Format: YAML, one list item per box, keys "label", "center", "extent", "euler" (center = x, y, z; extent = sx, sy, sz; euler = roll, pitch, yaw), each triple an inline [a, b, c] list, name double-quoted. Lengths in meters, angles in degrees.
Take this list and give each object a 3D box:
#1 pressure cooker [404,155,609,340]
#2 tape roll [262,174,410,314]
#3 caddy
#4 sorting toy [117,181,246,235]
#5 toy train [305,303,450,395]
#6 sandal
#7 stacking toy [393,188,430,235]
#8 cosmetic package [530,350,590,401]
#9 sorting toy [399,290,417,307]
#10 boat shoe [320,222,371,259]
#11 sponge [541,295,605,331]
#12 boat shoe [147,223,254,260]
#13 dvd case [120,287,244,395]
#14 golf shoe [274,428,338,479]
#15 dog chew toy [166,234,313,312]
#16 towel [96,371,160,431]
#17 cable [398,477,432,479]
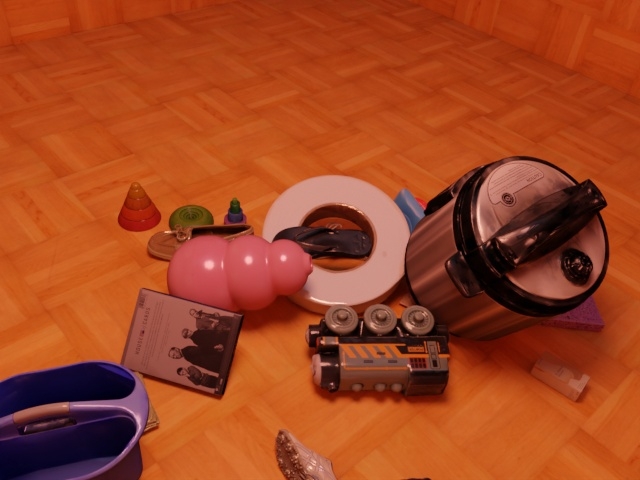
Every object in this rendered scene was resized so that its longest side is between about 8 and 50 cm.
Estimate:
- label: "pressure cooker"
  center: [0.430, 0.015, 1.373]
  extent: [0.375, 0.420, 0.370]
  euler: [20, 65, -10]
- label: "tape roll"
  center: [0.042, 0.006, 1.576]
  extent: [0.391, 0.072, 0.392]
  euler: [2, 61, -4]
- label: "caddy"
  center: [-0.476, 0.348, 1.090]
  extent: [0.341, 0.179, 0.241]
  euler: [-10, 46, -10]
- label: "sorting toy"
  center: [-0.389, -0.098, 1.696]
  extent: [0.365, 0.126, 0.127]
  euler: [5, 40, -1]
- label: "toy train"
  center: [0.134, 0.250, 1.357]
  extent: [0.333, 0.142, 0.190]
  euler: [1, 50, -6]
- label: "sandal"
  center: [0.000, -0.001, 1.505]
  extent: [0.254, 0.054, 0.097]
  euler: [-4, 61, -6]
- label: "stacking toy"
  center: [0.342, -0.051, 1.741]
  extent: [0.301, 0.166, 0.175]
  euler: [-8, 51, -34]
- label: "cosmetic package"
  center: [0.555, 0.313, 1.404]
  extent: [0.115, 0.041, 0.060]
  euler: [31, 46, 26]
- label: "sorting toy"
  center: [0.251, 0.164, 1.561]
  extent: [0.083, 0.012, 0.062]
  euler: [23, 38, 24]
- label: "boat shoe"
  center: [0.042, 0.003, 1.670]
  extent: [0.254, 0.079, 0.095]
  euler: [7, 48, 3]
- label: "sponge"
  center: [0.621, 0.176, 1.584]
  extent: [0.210, 0.031, 0.117]
  euler: [6, 40, 0]
- label: "boat shoe"
  center: [-0.319, -0.008, 1.625]
  extent: [0.285, 0.089, 0.105]
  euler: [-2, 41, -10]
- label: "dvd case"
  center: [-0.302, 0.218, 1.317]
  extent: [0.238, 0.179, 0.029]
  euler: [14, -2, 9]
- label: "golf shoe"
  center: [-0.022, 0.438, 1.176]
  extent: [0.086, 0.069, 0.176]
  euler: [-2, 39, -42]
- label: "dog chew toy"
  center: [-0.182, 0.077, 1.414]
  extent: [0.331, 0.207, 0.207]
  euler: [-9, 39, 10]
- label: "towel"
  center: [-0.403, 0.343, 1.248]
  extent: [0.110, 0.027, 0.148]
  euler: [-17, 47, -24]
- label: "cable"
  center: [0.163, 0.516, 1.115]
  extent: [0.150, 0.047, 0.184]
  euler: [19, 44, 21]
